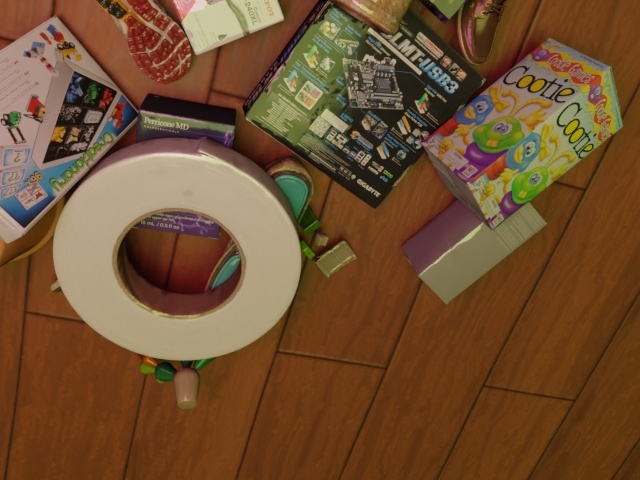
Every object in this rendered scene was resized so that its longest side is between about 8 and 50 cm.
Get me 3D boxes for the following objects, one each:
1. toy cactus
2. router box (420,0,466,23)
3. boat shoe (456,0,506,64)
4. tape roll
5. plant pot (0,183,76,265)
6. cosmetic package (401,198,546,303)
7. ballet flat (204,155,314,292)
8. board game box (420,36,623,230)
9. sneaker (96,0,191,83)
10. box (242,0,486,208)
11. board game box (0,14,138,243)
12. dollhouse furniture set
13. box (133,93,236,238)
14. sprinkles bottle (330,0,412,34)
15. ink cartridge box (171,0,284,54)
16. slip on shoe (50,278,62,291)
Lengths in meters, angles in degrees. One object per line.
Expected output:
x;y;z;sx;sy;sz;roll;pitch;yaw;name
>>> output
-0.256;0.239;1.128;0.219;0.180;0.112;-18;138;6;toy cactus
0.198;-0.513;0.831;0.243;0.081;0.309;40;106;-7;router box
0.259;-0.372;0.927;0.064;0.060;0.178;-3;101;-27;boat shoe
-0.224;0.024;0.954;0.392;0.072;0.392;-2;119;-4;tape roll
-0.547;-0.065;0.883;0.291;0.203;0.291;-3;117;-5;plant pot
0.281;-0.008;1.105;0.238;0.127;0.107;-43;115;15;cosmetic package
-0.113;0.002;1.059;0.123;0.123;0.348;20;115;-17;ballet flat
0.335;-0.177;0.982;0.275;0.144;0.142;-39;134;4;board game box
-0.269;-0.340;0.884;0.088;0.093;0.225;-28;133;-1;sneaker
0.072;-0.246;0.983;0.295;0.073;0.293;32;106;-24;box
-0.408;-0.167;0.833;0.053;0.305;0.193;-18;122;36;board game box
0.000;0.000;1.125;0.076;0.058;0.152;-37;135;2;dollhouse furniture set
-0.229;-0.123;0.981;0.153;0.108;0.207;7;116;-11;box
0.136;-0.451;0.747;0.121;0.121;0.355;25;107;-19;sprinkles bottle
-0.143;-0.366;0.896;0.150;0.063;0.109;-21;117;3;ink cartridge box
-0.443;0.048;1.075;0.135;0.051;0.041;-33;77;17;slip on shoe
